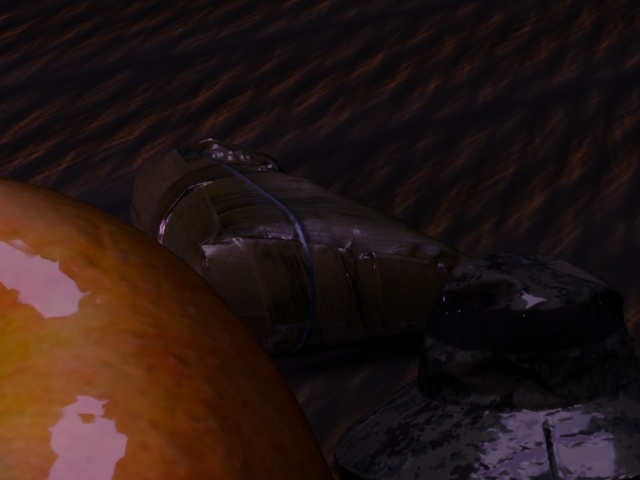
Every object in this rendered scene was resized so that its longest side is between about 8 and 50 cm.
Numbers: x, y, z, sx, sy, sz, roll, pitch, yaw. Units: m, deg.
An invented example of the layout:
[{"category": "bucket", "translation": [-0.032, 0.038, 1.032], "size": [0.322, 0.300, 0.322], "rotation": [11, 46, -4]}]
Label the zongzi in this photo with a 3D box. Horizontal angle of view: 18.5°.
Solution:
[{"category": "zongzi", "translation": [0.000, 0.000, 1.553], "size": [0.274, 0.125, 0.251], "rotation": [-4, 27, -19]}]

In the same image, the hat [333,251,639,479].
[{"category": "hat", "translation": [0.137, 0.075, 1.294], "size": [0.265, 0.128, 0.265], "rotation": [-4, 14, 1]}]

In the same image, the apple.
[{"category": "apple", "translation": [-0.180, 0.149, 0.781], "size": [0.400, 0.334, 0.400], "rotation": [-4, 26, 2]}]
